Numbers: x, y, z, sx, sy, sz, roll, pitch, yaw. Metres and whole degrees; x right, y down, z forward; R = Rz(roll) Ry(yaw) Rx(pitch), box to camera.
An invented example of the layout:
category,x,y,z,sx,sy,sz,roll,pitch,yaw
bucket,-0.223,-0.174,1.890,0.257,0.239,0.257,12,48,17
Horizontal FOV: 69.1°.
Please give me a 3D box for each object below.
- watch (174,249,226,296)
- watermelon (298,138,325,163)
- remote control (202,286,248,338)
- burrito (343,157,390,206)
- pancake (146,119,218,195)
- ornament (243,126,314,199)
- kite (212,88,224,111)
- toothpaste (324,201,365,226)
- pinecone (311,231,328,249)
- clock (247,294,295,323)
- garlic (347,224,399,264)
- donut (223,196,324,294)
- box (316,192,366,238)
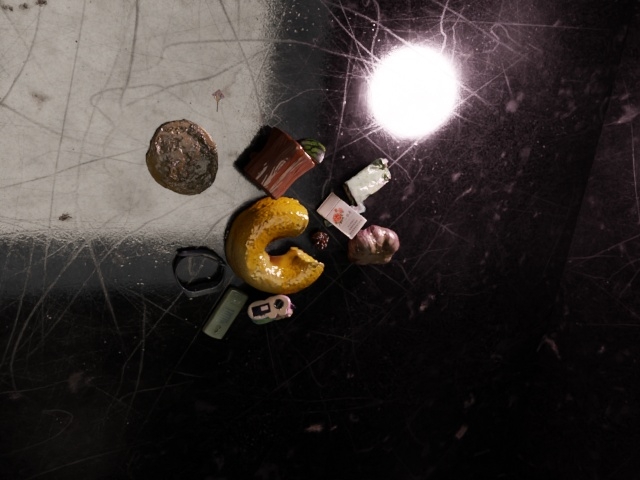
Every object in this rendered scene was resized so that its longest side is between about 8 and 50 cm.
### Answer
category,x,y,z,sx,sy,sz,roll,pitch,yaw
watch,-0.482,0.126,1.883,0.207,0.068,0.192,-11,112,-19
watermelon,-0.028,-0.360,1.925,0.135,0.125,0.094,-42,157,-46
remote control,-0.407,0.312,1.995,0.098,0.038,0.233,31,93,-29
burrito,0.208,-0.267,2.064,0.229,0.089,0.144,-38,133,-8
pancake,-0.506,-0.304,1.735,0.283,0.049,0.282,-7,109,-22
ornament,-0.173,-0.295,1.818,0.221,0.235,0.217,43,89,-5
kite,-0.379,-0.527,1.747,0.044,0.002,0.078,-20,113,-18
toothpaste,0.112,-0.118,2.098,0.205,0.036,0.056,-27,109,-19
pinecone,0.000,0.000,2.060,0.077,0.077,0.083,-23,115,-17
clock,-0.209,0.302,2.015,0.194,0.195,0.100,-15,74,3
garlic,0.237,0.014,2.116,0.245,0.160,0.245,-4,149,-2
donut,-0.188,0.053,1.940,0.378,0.163,0.434,-27,117,-14
box,0.092,-0.107,2.039,0.198,0.029,0.109,39,88,1
